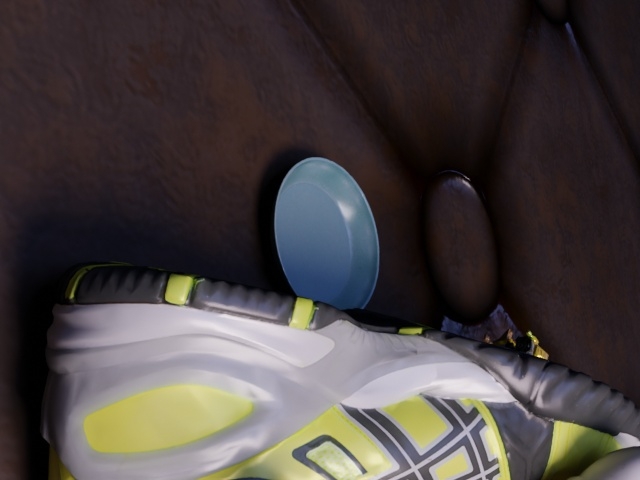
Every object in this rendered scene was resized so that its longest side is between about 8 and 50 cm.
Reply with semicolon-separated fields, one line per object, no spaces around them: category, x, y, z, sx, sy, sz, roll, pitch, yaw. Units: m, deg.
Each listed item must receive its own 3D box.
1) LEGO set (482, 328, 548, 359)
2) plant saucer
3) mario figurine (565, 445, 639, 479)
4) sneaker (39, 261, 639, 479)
LEGO set;0.183;0.230;0.610;0.255;0.192;0.331;58;42;-23
plant saucer;0.000;0.000;0.580;0.119;0.021;0.119;18;66;-48
mario figurine;0.121;0.208;0.380;0.320;0.170;0.198;18;102;-33
sneaker;0.027;0.116;0.468;0.384;0.145;0.147;14;85;-24
